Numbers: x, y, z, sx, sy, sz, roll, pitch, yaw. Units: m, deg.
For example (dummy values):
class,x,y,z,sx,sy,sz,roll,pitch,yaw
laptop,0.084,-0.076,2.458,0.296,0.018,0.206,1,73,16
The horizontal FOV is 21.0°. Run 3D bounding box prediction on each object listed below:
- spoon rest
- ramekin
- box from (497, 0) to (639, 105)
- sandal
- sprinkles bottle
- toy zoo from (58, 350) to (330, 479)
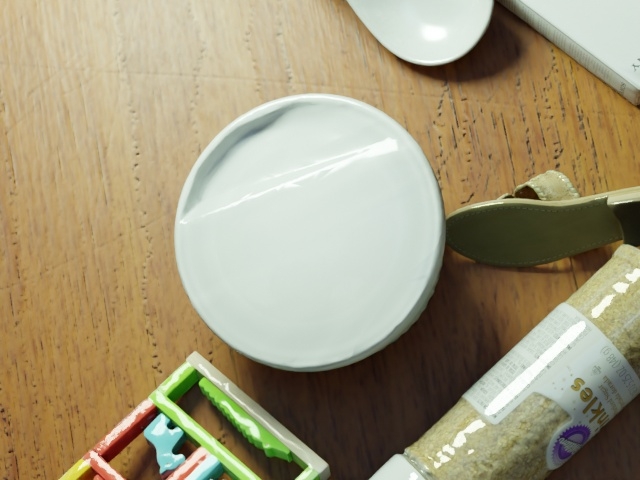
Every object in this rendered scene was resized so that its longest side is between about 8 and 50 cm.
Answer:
class,x,y,z,sx,sy,sz,roll,pitch,yaw
spoon rest,0.056,-0.287,1.804,0.276,0.084,0.137,35,113,15
ramekin,0.000,0.000,1.714,0.273,0.127,0.273,-3,78,13
box,0.280,-0.327,1.813,0.322,0.058,0.232,39,83,12
sandal,0.245,-0.034,1.745,0.240,0.088,0.079,-6,40,18
sprinkles bottle,0.208,0.161,1.669,0.355,0.121,0.121,-43,76,-5
toy zoo,-0.158,0.266,1.678,0.192,0.030,0.293,39,70,25
